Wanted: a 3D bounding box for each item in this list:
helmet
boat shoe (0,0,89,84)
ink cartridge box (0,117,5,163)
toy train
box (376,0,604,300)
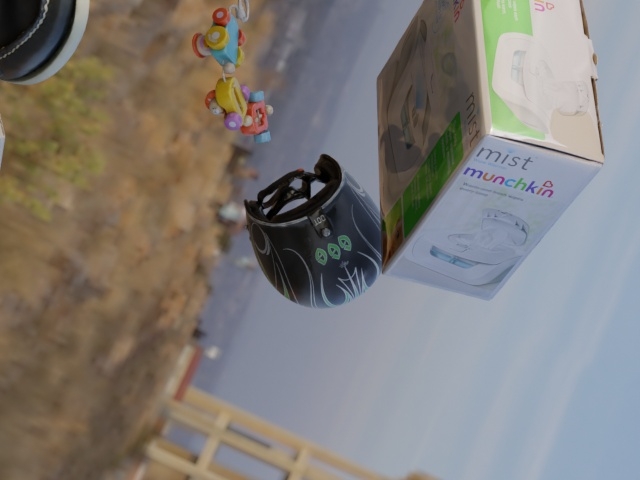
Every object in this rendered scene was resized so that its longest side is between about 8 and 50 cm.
[{"bbox_3d":[0.000,0.000,1.873,0.161,0.169,0.169,63,34,-33],"label":"helmet"},{"bbox_3d":[-0.307,-0.194,1.331,0.340,0.113,0.127,11,-79,53],"label":"boat shoe"},{"bbox_3d":[-0.512,-0.099,2.218,0.072,0.128,0.175,-113,-149,-43],"label":"ink cartridge box"},{"bbox_3d":[-0.098,-0.179,1.761,0.125,0.046,0.166,-52,134,-66],"label":"toy train"},{"bbox_3d":[0.156,-0.118,1.543,0.231,0.127,0.262,123,-26,-49],"label":"box"}]
